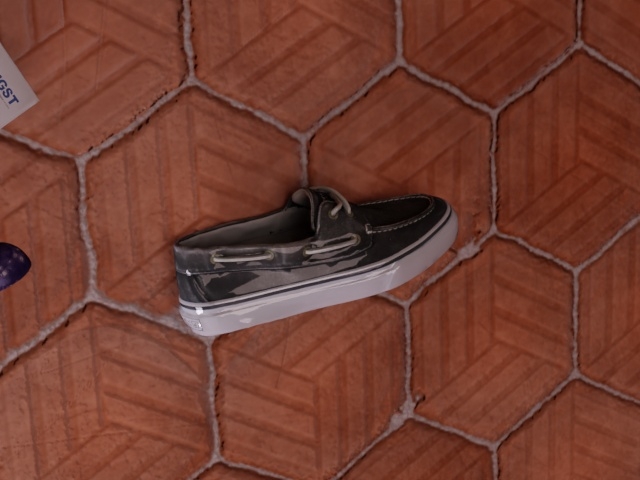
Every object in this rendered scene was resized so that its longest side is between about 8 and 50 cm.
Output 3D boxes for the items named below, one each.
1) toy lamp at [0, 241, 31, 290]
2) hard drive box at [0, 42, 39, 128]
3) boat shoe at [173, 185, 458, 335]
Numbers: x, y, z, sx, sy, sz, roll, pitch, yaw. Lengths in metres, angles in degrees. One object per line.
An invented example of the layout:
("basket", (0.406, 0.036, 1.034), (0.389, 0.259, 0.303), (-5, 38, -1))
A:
("toy lamp", (-0.337, -0.083, 1.115), (0.080, 0.080, 0.275), (-29, 118, -18))
("hard drive box", (-0.409, -0.139, 1.158), (0.232, 0.089, 0.181), (-39, 118, -14))
("boat shoe", (0.000, 0.000, 1.389), (0.335, 0.121, 0.119), (-20, 116, -19))
